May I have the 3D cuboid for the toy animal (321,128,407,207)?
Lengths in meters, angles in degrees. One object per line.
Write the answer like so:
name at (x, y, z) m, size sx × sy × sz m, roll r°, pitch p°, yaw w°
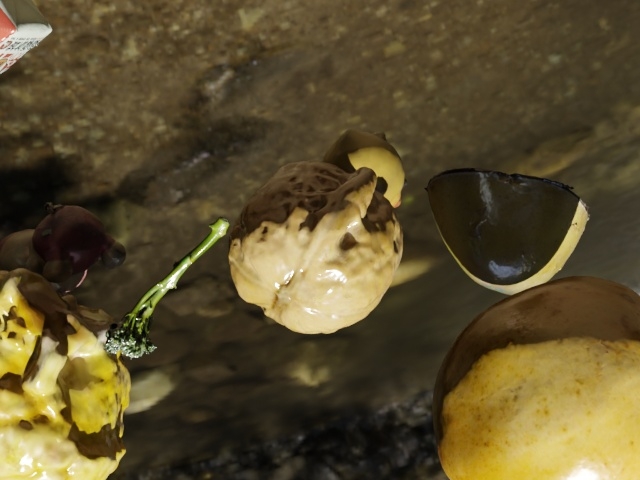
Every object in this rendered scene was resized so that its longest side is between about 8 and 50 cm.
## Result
toy animal at (0.051, -0.069, 1.613) m, size 0.195 × 0.281 × 0.169 m, roll -5°, pitch 131°, yaw 41°

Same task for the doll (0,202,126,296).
doll at (-0.486, 0.036, 1.785) m, size 0.196 × 0.152 × 0.256 m, roll 26°, pitch 150°, yaw -37°

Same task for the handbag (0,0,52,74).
handbag at (-0.628, -0.328, 1.658) m, size 0.298 × 0.151 × 0.171 m, roll -34°, pitch -174°, yaw 13°

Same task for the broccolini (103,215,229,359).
broccolini at (-0.169, 0.047, 1.070) m, size 0.054 × 0.052 × 0.194 m, roll 35°, pitch 91°, yaw -25°

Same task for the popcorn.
popcorn at (-0.488, 0.233, 1.557) m, size 0.354 × 0.389 × 0.344 m, roll -6°, pitch -175°, yaw -4°

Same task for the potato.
potato at (0.216, 0.002, 1.166) m, size 0.182 × 0.117 × 0.202 m, roll -1°, pitch 158°, yaw 37°

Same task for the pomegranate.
pomegranate at (0.233, 0.150, 0.895) m, size 0.265 × 0.264 × 0.264 m, roll -14°, pitch 160°, yaw -5°

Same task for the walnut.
walnut at (0.000, 0.000, 1.329) m, size 0.257 × 0.225 × 0.257 m, roll -58°, pitch 178°, yaw -3°
